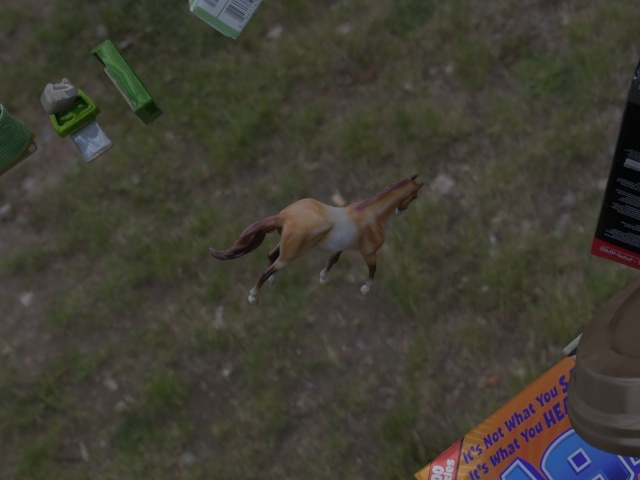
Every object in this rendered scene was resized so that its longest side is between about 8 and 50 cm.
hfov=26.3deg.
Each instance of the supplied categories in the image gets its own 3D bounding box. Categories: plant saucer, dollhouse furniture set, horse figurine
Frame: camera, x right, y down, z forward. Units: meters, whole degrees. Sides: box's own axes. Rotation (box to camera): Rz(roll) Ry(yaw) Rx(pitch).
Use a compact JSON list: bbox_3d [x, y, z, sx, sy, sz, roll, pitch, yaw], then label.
[{"bbox_3d":[0.264,0.033,0.797,0.278,0.041,0.278,-28,11,6],"label":"plant saucer"},{"bbox_3d":[-0.191,-0.073,0.973,0.151,0.076,0.058,-35,78,-1],"label":"dollhouse furniture set"},{"bbox_3d":[0.000,0.000,1.723,0.263,0.174,0.066,-1,42,-31],"label":"horse figurine"}]

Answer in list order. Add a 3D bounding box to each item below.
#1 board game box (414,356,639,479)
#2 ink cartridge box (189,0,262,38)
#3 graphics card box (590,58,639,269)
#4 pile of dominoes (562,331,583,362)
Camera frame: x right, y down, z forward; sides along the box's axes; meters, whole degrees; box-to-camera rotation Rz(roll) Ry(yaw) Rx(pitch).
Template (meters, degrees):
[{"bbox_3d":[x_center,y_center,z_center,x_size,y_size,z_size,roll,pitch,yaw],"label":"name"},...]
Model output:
[{"bbox_3d":[0.411,0.346,1.790,0.356,0.356,0.356,-40,68,13],"label":"board game box"},{"bbox_3d":[-0.055,-0.291,1.238,0.171,0.056,0.235,-54,20,16],"label":"ink cartridge box"},{"bbox_3d":[0.473,-0.078,1.680,0.232,0.371,0.094,20,61,16],"label":"graphics card box"},{"bbox_3d":[0.380,0.062,1.454,0.251,0.196,0.040,-45,67,25],"label":"pile of dominoes"}]
